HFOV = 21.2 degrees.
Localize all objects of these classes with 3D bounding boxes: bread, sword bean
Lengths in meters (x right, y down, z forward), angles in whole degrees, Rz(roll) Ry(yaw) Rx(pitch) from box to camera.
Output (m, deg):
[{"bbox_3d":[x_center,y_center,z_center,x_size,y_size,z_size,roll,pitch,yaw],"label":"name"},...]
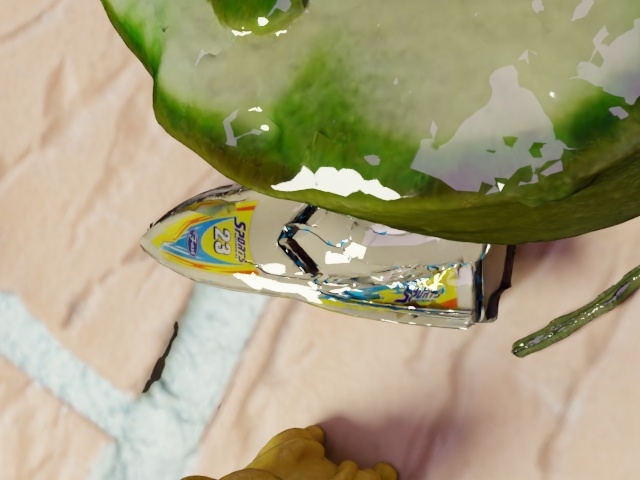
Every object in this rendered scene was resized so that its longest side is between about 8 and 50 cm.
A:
[{"bbox_3d":[0.068,-0.188,0.703,0.366,0.129,0.382,24,92,34],"label":"bread"},{"bbox_3d":[0.122,0.032,0.779,0.083,0.012,0.012,-35,75,25],"label":"sword bean"}]

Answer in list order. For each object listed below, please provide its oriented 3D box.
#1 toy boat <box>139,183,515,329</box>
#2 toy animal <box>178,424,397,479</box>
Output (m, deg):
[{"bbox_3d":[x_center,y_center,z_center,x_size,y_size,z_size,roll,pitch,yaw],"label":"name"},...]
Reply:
[{"bbox_3d":[0.000,0.000,0.816,0.210,0.066,0.084,-2,89,30],"label":"toy boat"},{"bbox_3d":[-0.031,0.134,0.784,0.070,0.159,0.083,25,98,25],"label":"toy animal"}]
